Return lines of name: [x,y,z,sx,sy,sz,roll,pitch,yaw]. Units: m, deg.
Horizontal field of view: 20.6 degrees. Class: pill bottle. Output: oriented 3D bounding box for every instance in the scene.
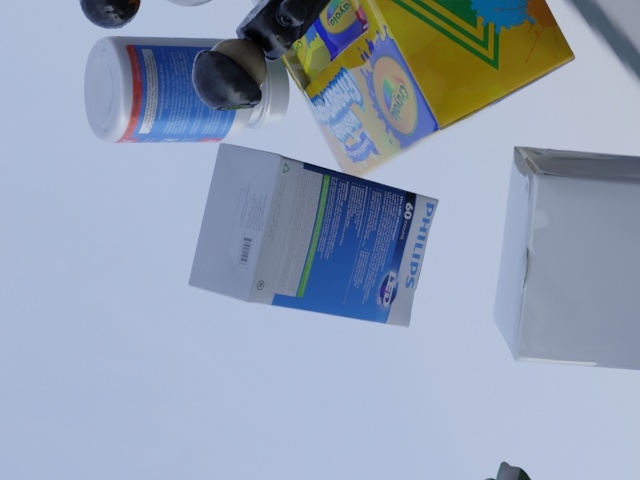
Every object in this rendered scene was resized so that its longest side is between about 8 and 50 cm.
pill bottle: [-0.153,-0.175,2.054,0.221,0.124,0.124,-2,-129,-28]

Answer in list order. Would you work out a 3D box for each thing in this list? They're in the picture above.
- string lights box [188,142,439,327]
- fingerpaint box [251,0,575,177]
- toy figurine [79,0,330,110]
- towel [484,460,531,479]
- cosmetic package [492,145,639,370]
string lights box: [0.000,0.000,1.639,0.077,0.133,0.259,13,180,36]
fingerpaint box: [0.046,-0.273,1.822,0.371,0.163,0.445,62,169,-1]
toy figurine: [-0.106,-0.219,1.314,0.209,0.148,0.213,30,162,24]
towel: [0.210,0.291,1.096,0.325,0.038,0.248,45,-167,0]
cosmetic package: [0.368,0.024,1.756,0.155,0.365,0.197,-96,13,-76]
